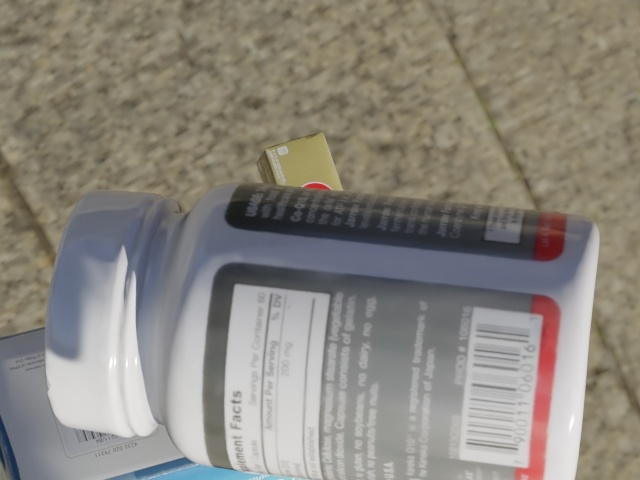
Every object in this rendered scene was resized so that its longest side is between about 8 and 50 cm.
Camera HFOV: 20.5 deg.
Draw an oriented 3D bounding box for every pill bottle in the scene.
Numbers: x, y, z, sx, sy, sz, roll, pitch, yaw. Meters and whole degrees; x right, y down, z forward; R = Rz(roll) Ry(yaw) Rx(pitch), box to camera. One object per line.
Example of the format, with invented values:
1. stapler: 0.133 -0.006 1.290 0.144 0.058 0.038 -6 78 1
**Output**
1. pill bottle: 0.005 0.052 0.976 0.161 0.283 0.161 6 90 -82

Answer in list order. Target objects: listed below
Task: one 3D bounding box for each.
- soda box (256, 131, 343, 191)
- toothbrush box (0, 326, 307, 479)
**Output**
1. soda box: 0.000 0.000 1.588 0.058 0.061 0.181 -18 83 -13
2. toothbrush box: -0.108 0.166 1.195 0.216 0.295 0.126 -13 60 -16
